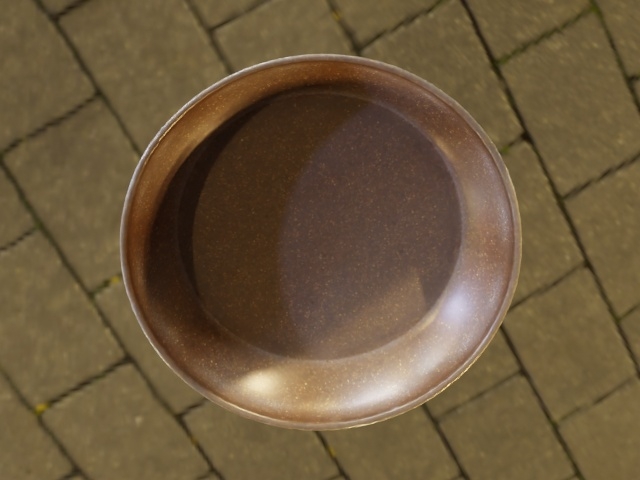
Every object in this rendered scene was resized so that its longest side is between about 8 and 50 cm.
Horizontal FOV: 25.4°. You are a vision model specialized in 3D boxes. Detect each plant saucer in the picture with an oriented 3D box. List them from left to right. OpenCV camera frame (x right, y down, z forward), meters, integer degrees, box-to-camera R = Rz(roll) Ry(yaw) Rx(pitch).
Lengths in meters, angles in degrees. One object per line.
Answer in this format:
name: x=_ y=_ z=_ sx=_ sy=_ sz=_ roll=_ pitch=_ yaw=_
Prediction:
plant saucer: x=0.000 y=0.000 z=0.714 sx=0.199 sy=0.036 sz=0.198 roll=-1 pitch=110 yaw=-2
